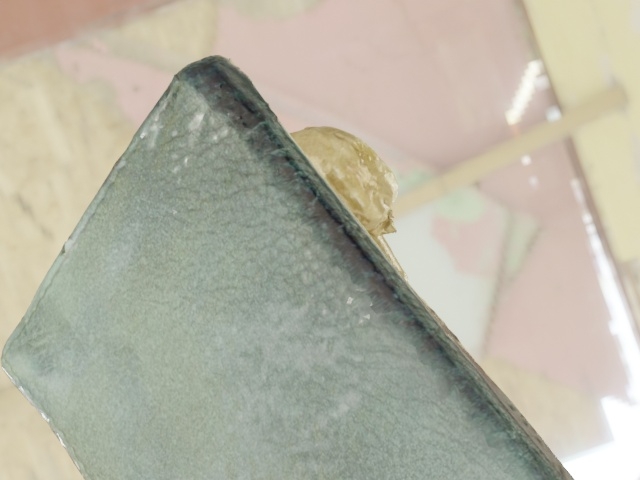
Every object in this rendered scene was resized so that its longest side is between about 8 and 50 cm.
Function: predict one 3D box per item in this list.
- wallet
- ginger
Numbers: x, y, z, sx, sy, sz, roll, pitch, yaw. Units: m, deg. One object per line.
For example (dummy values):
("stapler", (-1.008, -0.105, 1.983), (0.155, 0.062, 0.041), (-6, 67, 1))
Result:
("wallet", (0.009, 0.112, 0.672), (0.046, 0.379, 0.191), (4, 130, -51))
("ginger", (-0.005, 0.005, 1.034), (0.133, 0.214, 0.059), (4, -140, 30))
